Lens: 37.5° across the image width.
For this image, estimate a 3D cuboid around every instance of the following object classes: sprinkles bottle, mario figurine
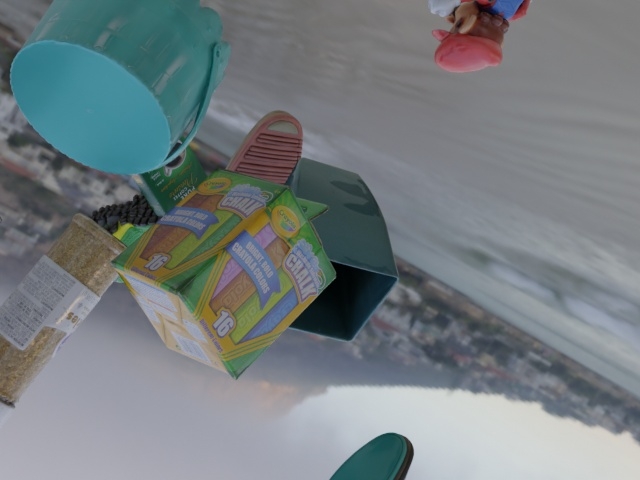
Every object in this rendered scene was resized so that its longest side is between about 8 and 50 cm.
[{"bbox_3d":[-0.451,0.126,1.500,0.121,0.355,0.121,35,169,8],"label":"sprinkles bottle"},{"bbox_3d":[0.302,-0.460,1.736,0.198,0.320,0.170,30,-167,-13],"label":"mario figurine"}]

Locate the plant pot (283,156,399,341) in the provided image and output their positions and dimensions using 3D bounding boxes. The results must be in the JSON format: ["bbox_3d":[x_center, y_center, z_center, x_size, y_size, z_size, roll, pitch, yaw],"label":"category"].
[{"bbox_3d":[0.000,0.000,1.432,0.165,0.165,0.234,16,-137,-19],"label":"plant pot"}]

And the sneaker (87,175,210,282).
[{"bbox_3d":[-0.303,-0.022,1.779,0.343,0.134,0.146,-20,132,29],"label":"sneaker"}]

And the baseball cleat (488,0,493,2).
[{"bbox_3d":[0.227,-0.385,1.207,0.072,0.109,0.206,47,173,35],"label":"baseball cleat"}]

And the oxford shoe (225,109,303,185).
[{"bbox_3d":[-0.151,-0.136,1.951,0.140,0.397,0.146,10,-135,-24],"label":"oxford shoe"}]

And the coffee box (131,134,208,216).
[{"bbox_3d":[-0.276,-0.142,1.598,0.040,0.113,0.184,8,137,46],"label":"coffee box"}]

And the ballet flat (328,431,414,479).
[{"bbox_3d":[0.023,0.362,1.170,0.095,0.280,0.096,29,158,53],"label":"ballet flat"}]

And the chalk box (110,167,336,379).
[{"bbox_3d":[-0.083,0.015,0.997,0.132,0.213,0.132,15,142,46],"label":"chalk box"}]

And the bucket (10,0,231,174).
[{"bbox_3d":[-0.284,-0.237,1.329,0.281,0.183,0.281,15,142,12],"label":"bucket"}]
